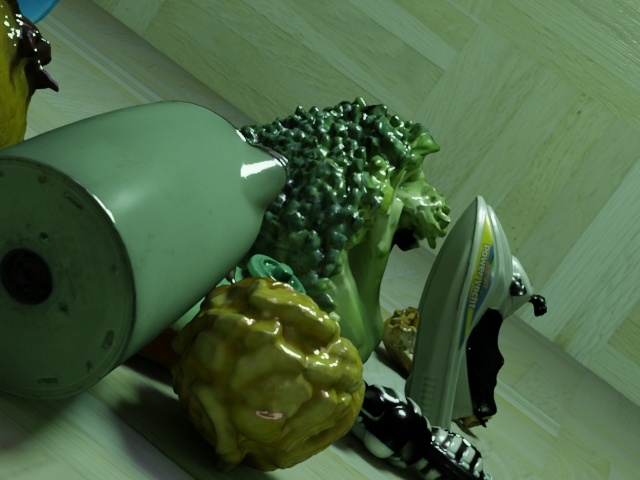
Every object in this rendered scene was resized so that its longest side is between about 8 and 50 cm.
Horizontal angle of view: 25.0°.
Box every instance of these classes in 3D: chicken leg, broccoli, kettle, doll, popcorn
[{"bbox_3d":[0.150,0.157,1.852,0.207,0.085,0.101,52,-27,40],"label":"chicken leg"},{"bbox_3d":[0.007,0.003,1.590,0.348,0.293,0.281,-108,-178,-60],"label":"broccoli"},{"bbox_3d":[-0.173,-0.008,1.037,0.255,0.240,0.165,-42,120,-63],"label":"kettle"},{"bbox_3d":[0.093,0.199,1.432,0.219,0.067,0.091,39,3,-22],"label":"doll"},{"bbox_3d":[-0.044,0.111,1.112,0.163,0.140,0.194,53,-16,-12],"label":"popcorn"}]

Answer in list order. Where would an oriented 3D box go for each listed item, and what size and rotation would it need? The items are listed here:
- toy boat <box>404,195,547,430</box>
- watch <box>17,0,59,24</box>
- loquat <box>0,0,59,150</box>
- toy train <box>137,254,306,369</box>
[{"bbox_3d":[0.166,0.094,1.589,0.140,0.269,0.141,23,8,-4],"label":"toy boat"},{"bbox_3d":[-0.395,-0.341,1.794,0.241,0.274,0.305,36,13,7],"label":"watch"},{"bbox_3d":[-0.315,-0.130,1.049,0.244,0.244,0.244,35,8,-6],"label":"loquat"},{"bbox_3d":[-0.108,0.064,1.273,0.285,0.116,0.177,31,22,-35],"label":"toy train"}]
